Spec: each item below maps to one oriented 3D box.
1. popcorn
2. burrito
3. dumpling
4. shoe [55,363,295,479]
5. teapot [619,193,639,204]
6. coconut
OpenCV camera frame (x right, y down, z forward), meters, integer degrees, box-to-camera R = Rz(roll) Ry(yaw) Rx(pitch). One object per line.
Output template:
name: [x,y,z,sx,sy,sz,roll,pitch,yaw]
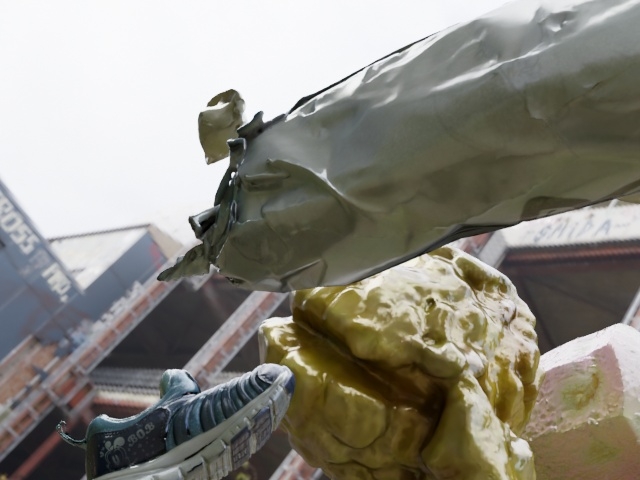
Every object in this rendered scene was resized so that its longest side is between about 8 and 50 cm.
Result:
popcorn: [0.078,0.125,0.817,0.265,0.332,0.225,26,-67,-25]
burrito: [0.094,-0.062,0.499,0.446,0.139,0.101,-18,-48,25]
dumpling: [-0.094,-0.112,0.918,0.052,0.057,0.076,3,-34,4]
shoe: [-0.081,0.110,0.563,0.071,0.143,0.064,58,-17,22]
teapot: [0.202,-0.094,0.632,0.226,0.092,0.145,12,-52,56]
coconut: [0.342,0.226,1.110,0.245,0.233,0.233,-30,-75,37]
